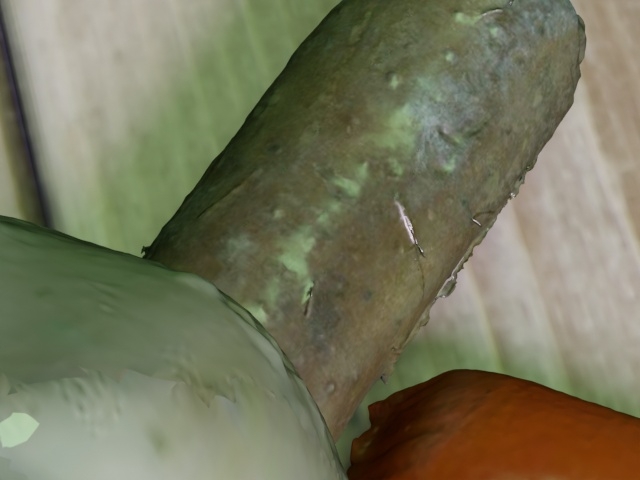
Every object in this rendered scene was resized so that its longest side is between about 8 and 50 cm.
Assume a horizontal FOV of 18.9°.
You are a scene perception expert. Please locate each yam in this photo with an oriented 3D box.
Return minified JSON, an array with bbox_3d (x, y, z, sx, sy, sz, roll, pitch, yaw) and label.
[{"bbox_3d":[0.000,0.000,0.721,0.106,0.106,0.259,34,65,6],"label":"yam"}]

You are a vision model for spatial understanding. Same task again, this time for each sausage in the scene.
[{"bbox_3d":[0.174,0.138,0.696,0.348,0.094,0.097,24,61,2],"label":"sausage"}]

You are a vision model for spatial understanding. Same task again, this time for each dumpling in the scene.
[{"bbox_3d":[-0.092,0.088,0.532,0.212,0.320,0.270,22,38,-10],"label":"dumpling"}]
